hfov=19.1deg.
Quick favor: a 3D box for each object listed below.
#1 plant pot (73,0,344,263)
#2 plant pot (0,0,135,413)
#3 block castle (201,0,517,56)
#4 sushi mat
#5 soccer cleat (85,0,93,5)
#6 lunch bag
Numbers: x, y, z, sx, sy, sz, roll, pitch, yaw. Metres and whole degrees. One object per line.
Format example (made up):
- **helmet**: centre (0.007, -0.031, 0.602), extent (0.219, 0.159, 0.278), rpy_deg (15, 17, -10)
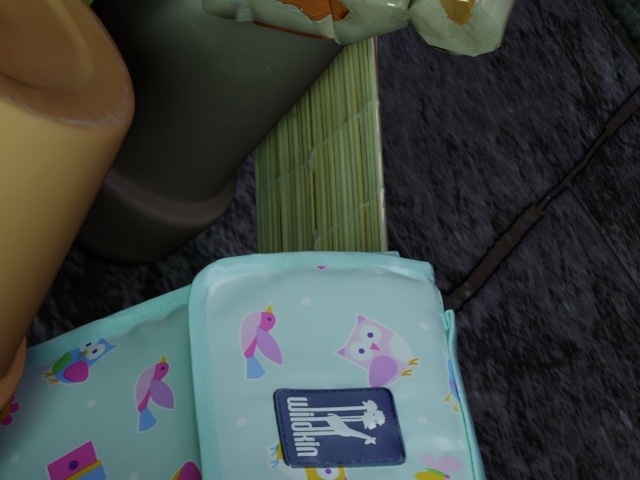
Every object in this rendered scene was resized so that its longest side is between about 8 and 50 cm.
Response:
- **plant pot**: centre (-0.094, -0.151, 1.263), extent (0.263, 0.229, 0.263), rpy_deg (43, 27, -28)
- **plant pot**: centre (-0.221, -0.047, 0.864), extent (0.291, 0.203, 0.291), rpy_deg (38, 20, -17)
- **block castle**: centre (-0.073, -0.293, 1.027), extent (0.303, 0.453, 0.213), rpy_deg (73, 35, -63)
- **sushi mat**: centre (0.000, 0.000, 1.265), extent (0.019, 0.151, 0.317), rpy_deg (15, 59, -33)
- **soccer cleat**: centre (-0.197, -0.133, 0.990), extent (0.121, 0.289, 0.093), rpy_deg (15, 52, -36)
- **lunch bag**: centre (-0.042, 0.137, 0.950), extent (0.160, 0.262, 0.223), rpy_deg (53, 21, -48)
